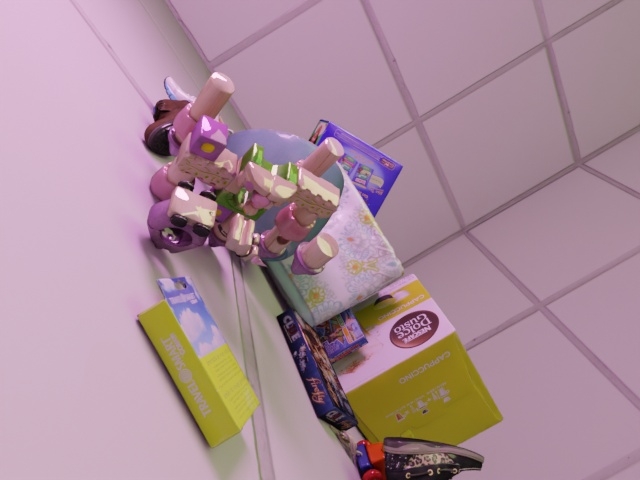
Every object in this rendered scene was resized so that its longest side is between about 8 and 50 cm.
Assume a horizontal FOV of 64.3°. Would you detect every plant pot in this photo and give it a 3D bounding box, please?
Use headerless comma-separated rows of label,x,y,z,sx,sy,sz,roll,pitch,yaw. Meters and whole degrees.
plant pot,-0.110,-0.071,1.105,0.290,0.289,0.196,55,43,-52

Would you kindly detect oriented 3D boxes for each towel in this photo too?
towel,0.000,0.000,1.324,0.375,0.320,0.090,60,-18,9

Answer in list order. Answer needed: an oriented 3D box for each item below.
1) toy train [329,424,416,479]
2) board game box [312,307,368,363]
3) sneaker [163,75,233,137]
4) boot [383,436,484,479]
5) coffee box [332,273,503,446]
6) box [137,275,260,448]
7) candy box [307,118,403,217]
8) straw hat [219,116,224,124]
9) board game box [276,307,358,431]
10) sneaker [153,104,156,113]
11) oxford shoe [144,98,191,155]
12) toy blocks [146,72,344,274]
toy train,0.141,0.438,1.061,0.248,0.143,0.105,58,3,-21
board game box,0.024,0.216,1.330,0.035,0.136,0.201,55,7,-47
sneaker,-0.267,-0.292,1.135,0.191,0.082,0.071,51,3,-17
boot,0.212,0.483,0.984,0.236,0.179,0.085,18,-20,-25
coffee box,0.236,0.364,1.423,0.338,0.337,0.334,58,4,-23
box,-0.136,0.128,0.572,0.178,0.042,0.109,59,3,4
candy box,0.044,-0.151,1.510,0.268,0.317,0.122,28,6,-19
straw hat,-0.304,-0.261,1.200,0.061,0.144,0.145,-26,-84,53
board game box,-0.007,0.282,1.110,0.243,0.042,0.165,62,4,36
sneaker,-0.317,-0.237,1.099,0.135,0.052,0.058,52,13,1
oxford shoe,-0.297,-0.227,0.998,0.096,0.083,0.227,33,22,-5
toy blocks,-0.144,-0.046,0.840,0.288,0.260,0.309,25,48,-28
